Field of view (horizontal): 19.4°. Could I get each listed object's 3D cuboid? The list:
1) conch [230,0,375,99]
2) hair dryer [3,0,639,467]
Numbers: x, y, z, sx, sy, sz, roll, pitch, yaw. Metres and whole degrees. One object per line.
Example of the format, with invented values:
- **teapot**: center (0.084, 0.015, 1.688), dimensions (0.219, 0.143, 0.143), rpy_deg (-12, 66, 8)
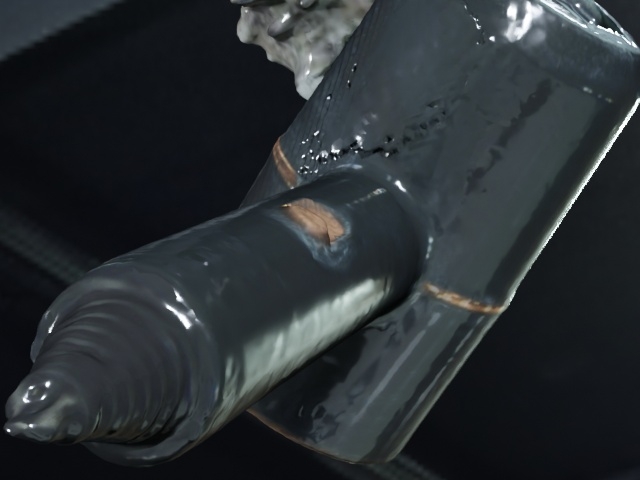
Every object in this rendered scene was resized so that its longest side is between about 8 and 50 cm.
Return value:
- **conch**: center (0.055, -0.186, 0.988), dimensions (0.186, 0.313, 0.240), rpy_deg (11, -42, 0)
- **hair dryer**: center (0.000, 0.000, 0.582), dimensions (0.189, 0.107, 0.352), rpy_deg (-57, -9, 17)
